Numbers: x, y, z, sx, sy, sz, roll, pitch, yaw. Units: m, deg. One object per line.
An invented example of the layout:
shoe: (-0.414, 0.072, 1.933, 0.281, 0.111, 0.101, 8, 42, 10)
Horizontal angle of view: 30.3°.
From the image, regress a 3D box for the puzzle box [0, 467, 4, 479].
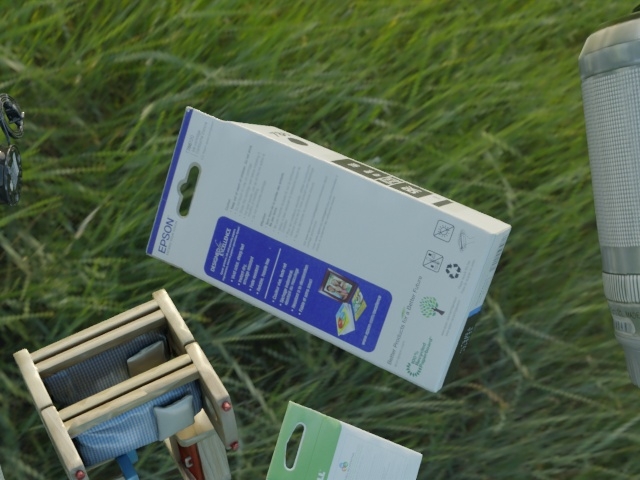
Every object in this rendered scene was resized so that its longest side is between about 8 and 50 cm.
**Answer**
puzzle box: (-0.516, 0.242, 1.644, 0.052, 0.272, 0.409, -22, 47, -21)

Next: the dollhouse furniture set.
dollhouse furniture set: (-0.143, 0.164, 0.950, 0.129, 0.183, 0.129, -24, 49, -17)

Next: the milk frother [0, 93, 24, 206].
milk frother: (-0.469, -0.121, 1.575, 0.135, 0.129, 0.143, 1, 34, -1)

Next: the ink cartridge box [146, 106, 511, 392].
ink cartridge box: (0.000, 0.000, 1.132, 0.333, 0.165, 0.065, 25, 18, 19)

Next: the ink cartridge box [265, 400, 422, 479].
ink cartridge box: (0.022, 0.297, 1.545, 0.209, 0.062, 0.109, 25, 71, -21)

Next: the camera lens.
camera lens: (0.306, -0.042, 0.843, 0.219, 0.219, 0.274, -9, 93, -36)
